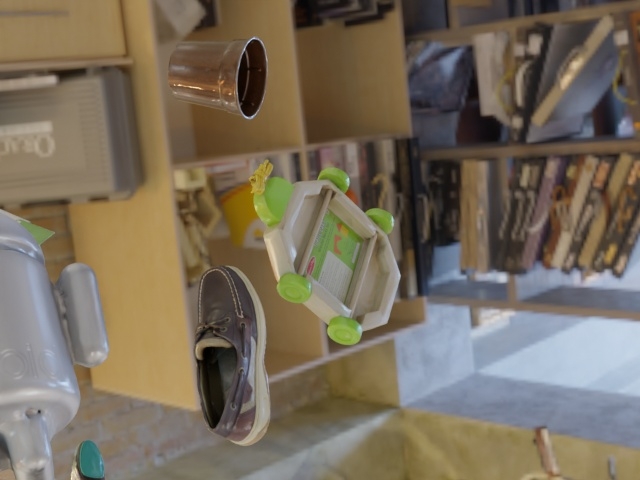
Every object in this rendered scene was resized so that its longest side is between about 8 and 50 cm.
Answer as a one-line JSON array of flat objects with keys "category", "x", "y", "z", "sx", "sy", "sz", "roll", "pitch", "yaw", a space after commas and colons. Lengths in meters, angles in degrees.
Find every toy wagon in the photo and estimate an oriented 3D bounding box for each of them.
[{"category": "toy wagon", "x": 0.000, "y": 0.000, "z": 1.624, "sx": 0.068, "sy": 0.344, "sz": 0.267, "roll": -26, "pitch": -147, "yaw": 41}]

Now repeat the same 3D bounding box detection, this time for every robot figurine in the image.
[{"category": "robot figurine", "x": -0.384, "y": 0.109, "z": 1.065, "sx": 0.299, "sy": 0.354, "sz": 0.200, "roll": -12, "pitch": 155, "yaw": -23}]

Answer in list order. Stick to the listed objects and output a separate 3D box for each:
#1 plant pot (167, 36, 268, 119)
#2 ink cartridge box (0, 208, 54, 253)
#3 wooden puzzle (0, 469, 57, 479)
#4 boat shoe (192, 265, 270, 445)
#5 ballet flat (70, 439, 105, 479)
[{"category": "plant pot", "x": -0.214, "y": -0.341, "z": 2.006, "sx": 0.165, "sy": 0.167, "sz": 0.167, "roll": 8, "pitch": -168, "yaw": 17}, {"category": "ink cartridge box", "x": -0.472, "y": 0.013, "z": 1.380, "sx": 0.209, "sy": 0.062, "sz": 0.109, "roll": 19, "pitch": -134, "yaw": 33}, {"category": "wooden puzzle", "x": -0.599, "y": 0.404, "z": 1.586, "sx": 0.322, "sy": 0.081, "sz": 0.348, "roll": -11, "pitch": 149, "yaw": -10}, {"category": "boat shoe", "x": -0.142, "y": 0.160, "z": 1.445, "sx": 0.102, "sy": 0.285, "sz": 0.092, "roll": -23, "pitch": 151, "yaw": 28}, {"category": "ballet flat", "x": -0.512, "y": 0.546, "z": 2.157, "sx": 0.076, "sy": 0.079, "sz": 0.221, "roll": 22, "pitch": -155, "yaw": -43}]
